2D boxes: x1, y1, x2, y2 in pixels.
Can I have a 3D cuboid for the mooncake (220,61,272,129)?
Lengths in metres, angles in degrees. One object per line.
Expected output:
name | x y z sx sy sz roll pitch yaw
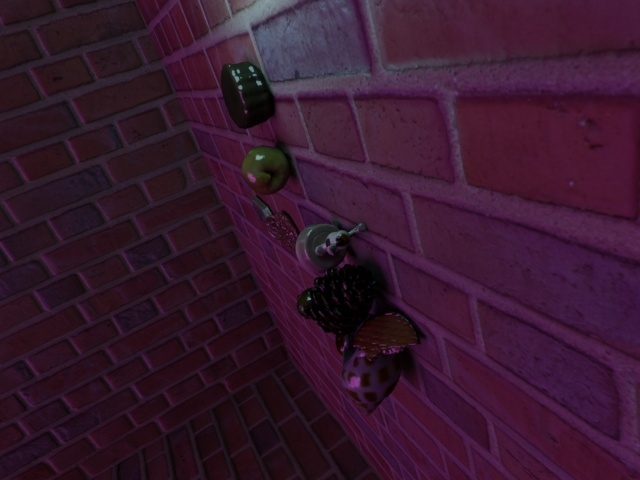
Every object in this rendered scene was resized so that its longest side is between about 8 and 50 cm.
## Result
mooncake | -0.262 -0.522 1.532 0.228 0.125 0.228 51 154 37

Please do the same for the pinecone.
pinecone | 0.066 0.190 1.413 0.224 0.224 0.272 54 134 26

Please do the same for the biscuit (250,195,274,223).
biscuit | -0.302 -0.138 2.319 0.250 0.046 0.147 41 152 49

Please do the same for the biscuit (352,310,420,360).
biscuit | 0.212 0.309 1.357 0.229 0.176 0.031 17 174 45

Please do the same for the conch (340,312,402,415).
conch | 0.169 0.443 1.512 0.367 0.197 0.249 -65 28 10

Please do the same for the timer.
timer | 0.039 0.011 1.391 0.175 0.175 0.266 63 158 -2

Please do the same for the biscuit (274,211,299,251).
biscuit | -0.157 -0.039 2.055 0.220 0.033 0.219 44 153 29

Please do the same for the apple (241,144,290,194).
apple | -0.208 -0.273 1.639 0.200 0.200 0.200 53 160 29

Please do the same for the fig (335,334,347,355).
fig | 0.122 0.432 1.834 0.153 0.121 0.135 55 -137 -80

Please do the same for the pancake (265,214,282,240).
pancake | -0.228 -0.066 2.183 0.152 0.025 0.151 28 135 32

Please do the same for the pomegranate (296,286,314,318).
pomegranate | -0.020 0.323 2.043 0.220 0.156 0.156 49 160 12
